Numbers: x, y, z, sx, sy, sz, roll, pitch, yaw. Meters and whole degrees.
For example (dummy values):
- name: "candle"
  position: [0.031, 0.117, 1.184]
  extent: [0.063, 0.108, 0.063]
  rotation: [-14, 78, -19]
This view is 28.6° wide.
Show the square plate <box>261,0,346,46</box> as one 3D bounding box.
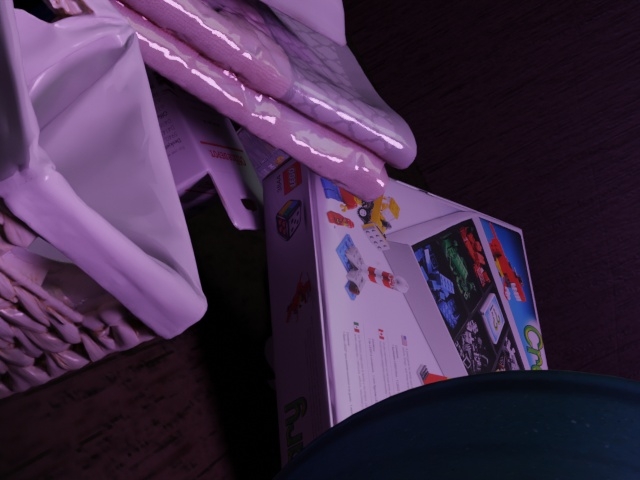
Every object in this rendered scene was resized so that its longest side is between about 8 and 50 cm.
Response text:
- name: "square plate"
  position: [-0.156, -0.267, 0.659]
  extent: [0.347, 0.049, 0.344]
  rotation: [51, 17, 30]

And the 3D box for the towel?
- name: "towel"
  position: [-0.108, -0.185, 0.749]
  extent: [0.317, 0.053, 0.332]
  rotation: [31, 18, -33]

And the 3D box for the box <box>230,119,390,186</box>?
- name: "box"
  position: [-0.031, -0.121, 1.108]
  extent: [0.183, 0.056, 0.231]
  rotation: [32, 28, -37]

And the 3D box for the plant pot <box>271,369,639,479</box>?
- name: "plant pot"
  position: [0.040, 0.200, 0.306]
  extent: [0.271, 0.272, 0.255]
  rotation: [62, 25, -2]

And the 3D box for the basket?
- name: "basket"
  position: [-0.126, -0.035, 0.475]
  extent: [0.113, 0.103, 0.167]
  rotation: [48, 18, -51]

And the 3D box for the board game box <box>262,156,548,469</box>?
- name: "board game box"
  position: [0.063, 0.106, 0.752]
  extent: [0.193, 0.053, 0.305]
  rotation: [19, 52, -35]

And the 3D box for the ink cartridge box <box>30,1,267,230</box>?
- name: "ink cartridge box"
  position: [-0.100, -0.073, 0.789]
  extent: [0.180, 0.060, 0.104]
  rotation: [63, 12, 7]

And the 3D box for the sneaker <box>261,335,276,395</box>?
- name: "sneaker"
  position: [0.034, 0.049, 0.917]
  extent: [0.086, 0.132, 0.228]
  rotation: [58, 12, -19]
